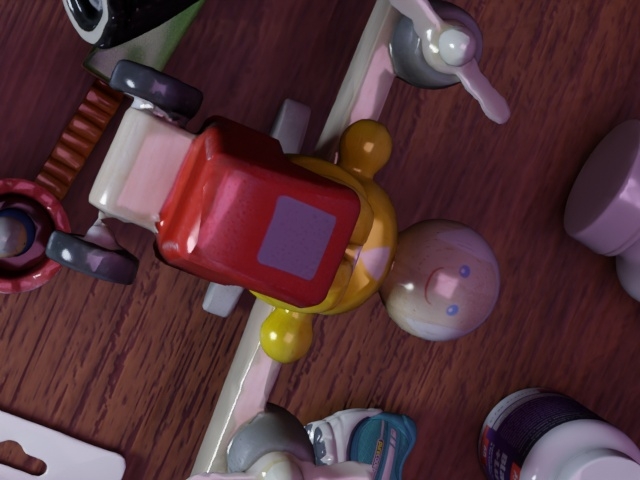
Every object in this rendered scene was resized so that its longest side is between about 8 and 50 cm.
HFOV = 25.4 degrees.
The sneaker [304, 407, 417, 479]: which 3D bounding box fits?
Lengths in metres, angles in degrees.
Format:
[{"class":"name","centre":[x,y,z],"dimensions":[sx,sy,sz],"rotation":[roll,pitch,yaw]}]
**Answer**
[{"class":"sneaker","centre":[0.052,0.279,1.209],"dimensions":[0.110,0.107,0.275],"rotation":[-8,98,-18]}]

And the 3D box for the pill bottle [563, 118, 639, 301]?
[{"class":"pill bottle","centre":[0.348,0.010,1.199],"dimensions":[0.272,0.152,0.152],"rotation":[28,91,-11]}]

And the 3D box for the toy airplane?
[{"class":"toy airplane","centre":[0.000,0.000,1.031],"dimensions":[0.272,0.384,0.386],"rotation":[21,136,10]}]

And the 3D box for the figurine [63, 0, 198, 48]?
[{"class":"figurine","centre":[-0.092,-0.254,0.924],"dimensions":[0.209,0.092,0.215],"rotation":[-23,83,-25]}]

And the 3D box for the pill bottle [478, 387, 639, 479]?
[{"class":"pill bottle","centre":[0.206,0.193,1.174],"dimensions":[0.108,0.193,0.108],"rotation":[-1,96,-9]}]

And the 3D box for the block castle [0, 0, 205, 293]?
[{"class":"block castle","centre":[-0.220,-0.221,1.048],"dimensions":[0.303,0.213,0.453],"rotation":[33,91,-11]}]

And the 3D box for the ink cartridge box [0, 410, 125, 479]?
[{"class":"ink cartridge box","centre":[-0.307,0.317,1.140],"dimensions":[0.207,0.119,0.354],"rotation":[22,93,-11]}]
